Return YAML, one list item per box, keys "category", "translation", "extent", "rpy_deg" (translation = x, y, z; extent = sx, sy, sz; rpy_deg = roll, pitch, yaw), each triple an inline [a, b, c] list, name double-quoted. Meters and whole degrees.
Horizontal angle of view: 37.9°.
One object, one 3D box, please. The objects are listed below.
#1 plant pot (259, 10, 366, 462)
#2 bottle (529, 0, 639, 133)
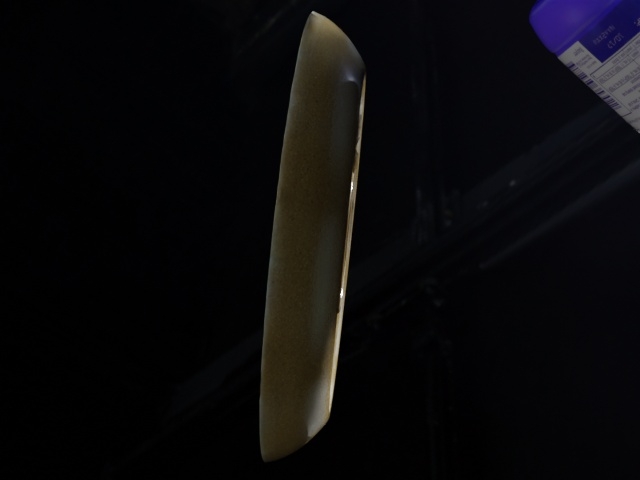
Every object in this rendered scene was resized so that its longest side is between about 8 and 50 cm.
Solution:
- category: "plant pot"
  translation: [0.000, 0.000, 0.498]
  extent: [0.236, 0.032, 0.236]
  rpy_deg: [6, 90, -88]
- category: "bottle"
  translation: [0.263, -0.081, 0.578]
  extent: [0.092, 0.283, 0.118]
  rpy_deg: [-48, 180, -14]
